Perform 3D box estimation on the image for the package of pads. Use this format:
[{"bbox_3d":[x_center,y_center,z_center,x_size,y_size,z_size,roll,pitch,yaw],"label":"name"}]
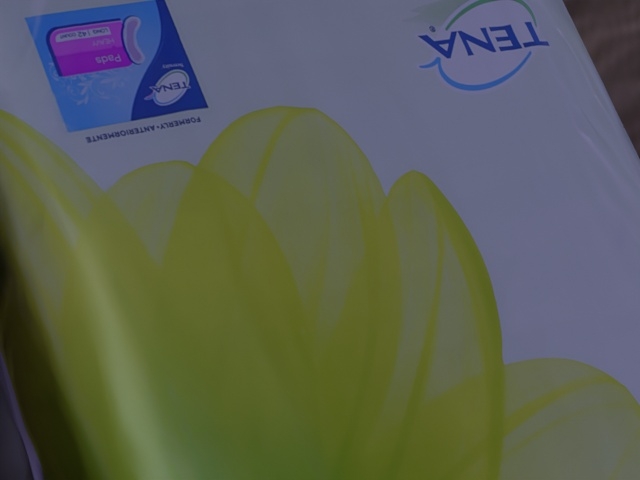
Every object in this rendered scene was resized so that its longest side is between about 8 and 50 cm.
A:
[{"bbox_3d":[0.000,0.000,0.413,0.229,0.101,0.297,-12,72,-33],"label":"package of pads"}]
